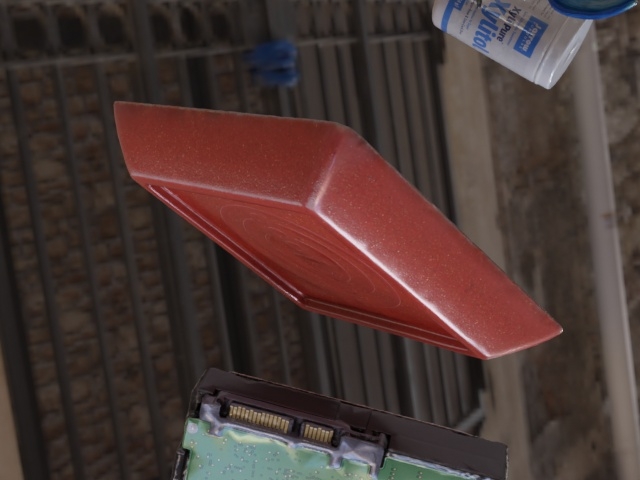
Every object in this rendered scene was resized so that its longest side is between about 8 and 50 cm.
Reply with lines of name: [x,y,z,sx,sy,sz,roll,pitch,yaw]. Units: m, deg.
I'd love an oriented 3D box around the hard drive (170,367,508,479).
hard drive: [-0.011,0.280,0.935,0.237,0.338,0.064,13,-159,4]

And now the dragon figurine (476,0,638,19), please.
dragon figurine: [0.163,-0.175,0.662,0.085,0.144,0.289,-29,-146,-20]

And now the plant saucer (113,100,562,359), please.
plant saucer: [0.000,0.000,0.854,0.259,0.047,0.258,11,158,48]

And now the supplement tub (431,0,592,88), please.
supplement tub: [0.146,-0.171,0.936,0.107,0.071,0.071,32,-161,13]
